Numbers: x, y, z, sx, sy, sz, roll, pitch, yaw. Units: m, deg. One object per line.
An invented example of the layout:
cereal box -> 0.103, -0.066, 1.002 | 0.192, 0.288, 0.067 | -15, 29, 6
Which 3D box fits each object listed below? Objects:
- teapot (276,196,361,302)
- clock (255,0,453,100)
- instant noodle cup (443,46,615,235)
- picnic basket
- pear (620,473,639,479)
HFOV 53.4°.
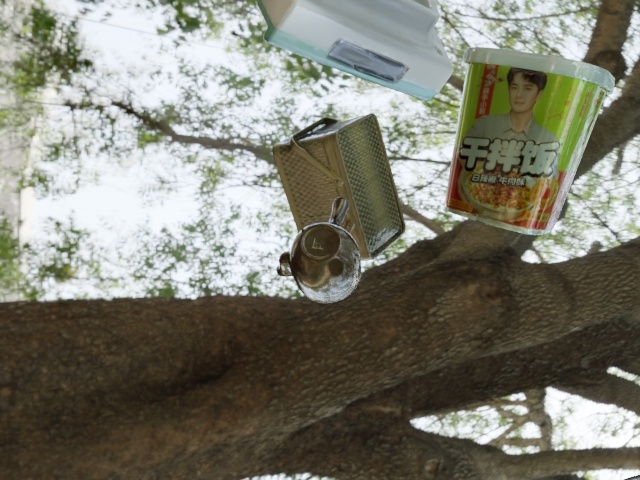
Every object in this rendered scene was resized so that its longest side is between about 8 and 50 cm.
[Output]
teapot -> 0.000, 0.000, 0.611 | 0.085, 0.080, 0.110 | 7, -117, 11
clock -> 0.034, -0.308, 0.767 | 0.116, 0.262, 0.231 | -48, -130, 36
instant noodle cup -> 0.378, -0.183, 1.210 | 0.294, 0.294, 0.307 | 23, -73, 44
picnic basket -> 0.039, -0.089, 1.165 | 0.139, 0.165, 0.266 | -6, -72, 35
pear -> 0.289, 0.232, 0.380 | 0.399, 0.399, 0.165 | -20, -109, 45
